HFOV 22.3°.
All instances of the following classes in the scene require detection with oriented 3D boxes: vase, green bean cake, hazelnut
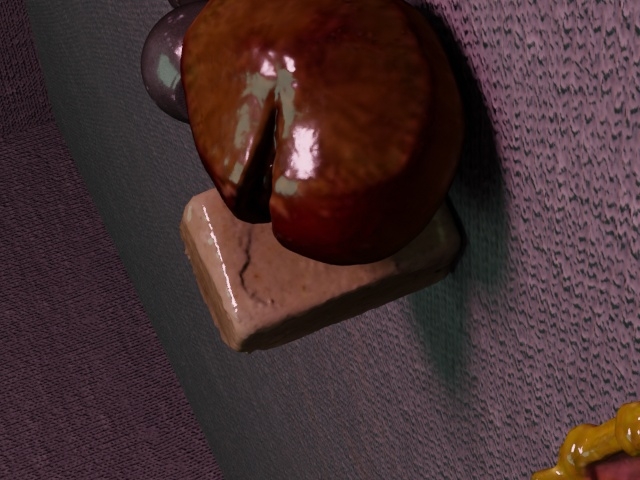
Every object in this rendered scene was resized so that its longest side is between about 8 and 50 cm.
[{"bbox_3d":[-0.108,-0.188,1.493,0.183,0.120,0.120,-101,3,-47],"label":"vase"},{"bbox_3d":[0.000,0.000,1.150,0.109,0.179,0.085,64,165,15],"label":"green bean cake"},{"bbox_3d":[0.004,-0.086,1.049,0.204,0.178,0.178,37,152,25],"label":"hazelnut"}]

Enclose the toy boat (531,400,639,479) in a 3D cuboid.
[{"bbox_3d":[0.206,0.143,0.703,0.318,0.099,0.141,31,142,66],"label":"toy boat"}]
